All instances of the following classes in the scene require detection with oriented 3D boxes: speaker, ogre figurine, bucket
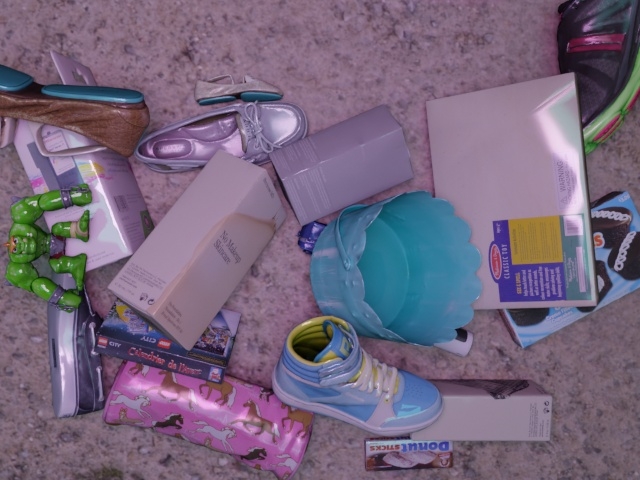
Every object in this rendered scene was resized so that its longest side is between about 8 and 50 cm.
[{"bbox_3d":[0.229,0.184,1.289,0.136,0.055,0.055,21,94,-5],"label":"speaker"},{"bbox_3d":[-0.422,0.009,1.007,0.118,0.097,0.197,5,114,-15],"label":"ogre figurine"},{"bbox_3d":[0.128,0.052,1.158,0.281,0.183,0.281,4,83,-34],"label":"bucket"}]

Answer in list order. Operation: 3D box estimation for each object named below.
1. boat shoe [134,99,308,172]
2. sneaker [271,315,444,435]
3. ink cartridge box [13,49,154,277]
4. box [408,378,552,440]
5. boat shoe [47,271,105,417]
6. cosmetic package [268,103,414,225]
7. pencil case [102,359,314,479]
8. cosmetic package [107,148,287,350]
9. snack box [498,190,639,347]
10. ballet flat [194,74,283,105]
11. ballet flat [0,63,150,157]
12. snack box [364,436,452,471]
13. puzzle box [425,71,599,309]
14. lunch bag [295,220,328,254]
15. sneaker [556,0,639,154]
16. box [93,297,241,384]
[{"bbox_3d":[-0.179,-0.189,1.200,0.320,0.103,0.118,-9,96,-3],"label":"boat shoe"},{"bbox_3d":[0.074,0.232,1.127,0.319,0.208,0.127,10,50,0],"label":"sneaker"},{"bbox_3d":[-0.419,-0.131,1.138,0.119,0.207,0.353,-20,95,1],"label":"ink cartridge box"},{"bbox_3d":[0.303,0.332,1.281,0.275,0.113,0.094,2,95,-5],"label":"box"},{"bbox_3d":[-0.449,0.176,1.225,0.102,0.108,0.301,0,82,-36],"label":"boat shoe"},{"bbox_3d":[0.041,-0.139,1.199,0.238,0.107,0.127,-24,133,-5],"label":"cosmetic package"},{"bbox_3d":[-0.200,0.325,1.222,0.386,0.167,0.160,19,75,-4],"label":"pencil case"},{"bbox_3d":[-0.202,0.015,1.129,0.113,0.160,0.309,26,70,26],"label":"cosmetic package"},{"bbox_3d":[0.494,0.055,1.291,0.322,0.060,0.187,-28,95,-1],"label":"snack box"},{"bbox_3d":[-0.154,-0.287,1.219,0.168,0.057,0.052,-4,86,-4],"label":"ballet flat"},{"bbox_3d":[-0.434,-0.193,0.986,0.342,0.116,0.124,10,113,-7],"label":"ballet flat"},{"bbox_3d":[0.179,0.433,1.326,0.178,0.022,0.064,-2,94,-3],"label":"snack box"},{"bbox_3d":[0.347,-0.077,1.194,0.272,0.052,0.409,-5,93,29],"label":"puzzle box"},{"bbox_3d":[0.000,0.000,1.249,0.098,0.067,0.065,17,94,-6],"label":"lunch bag"},{"bbox_3d":[0.524,-0.357,1.222,0.202,0.185,0.483,28,95,20],"label":"sneaker"},{"bbox_3d":[-0.275,0.168,1.200,0.233,0.159,0.044,16,121,-5],"label":"box"}]
